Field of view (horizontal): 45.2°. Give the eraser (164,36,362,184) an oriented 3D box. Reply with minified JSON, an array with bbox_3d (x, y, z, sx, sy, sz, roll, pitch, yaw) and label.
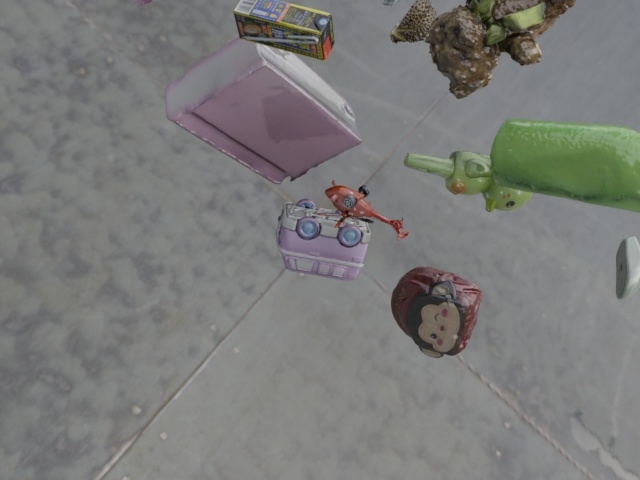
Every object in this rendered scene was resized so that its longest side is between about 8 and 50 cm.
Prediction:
[{"bbox_3d":[-0.115,-0.278,1.681,0.359,0.272,0.122,27,45,-48],"label":"eraser"}]

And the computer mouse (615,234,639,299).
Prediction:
[{"bbox_3d":[0.723,0.062,1.791,0.056,0.089,0.182,14,50,3],"label":"computer mouse"}]

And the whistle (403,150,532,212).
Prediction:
[{"bbox_3d":[0.323,-0.124,1.603,0.294,0.141,0.141,-4,50,-7],"label":"whistle"}]

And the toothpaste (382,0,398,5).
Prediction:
[{"bbox_3d":[0.216,-0.584,1.679,0.031,0.204,0.049,48,-5,-31],"label":"toothpaste"}]

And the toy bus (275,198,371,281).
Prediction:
[{"bbox_3d":[0.000,0.000,1.720,0.202,0.142,0.142,11,23,-8],"label":"toy bus"}]

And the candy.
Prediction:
[{"bbox_3d":[0.470,-0.137,1.378,0.343,0.142,0.132,17,3,40],"label":"candy"}]

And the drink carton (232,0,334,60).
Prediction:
[{"bbox_3d":[-0.062,-0.363,1.313,0.165,0.071,0.056,19,66,17],"label":"drink carton"}]

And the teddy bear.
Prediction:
[{"bbox_3d":[0.306,-0.406,1.321,0.222,0.296,0.246,-34,82,-12],"label":"teddy bear"}]

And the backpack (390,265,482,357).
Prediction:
[{"bbox_3d":[0.273,0.162,1.864,0.229,0.229,0.139,49,40,8],"label":"backpack"}]

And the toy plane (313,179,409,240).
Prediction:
[{"bbox_3d":[0.085,-0.059,1.587,0.126,0.077,0.194,-18,41,-30],"label":"toy plane"}]

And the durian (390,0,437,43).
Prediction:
[{"bbox_3d":[0.202,-0.449,1.588,0.071,0.110,0.140,38,39,-7],"label":"durian"}]

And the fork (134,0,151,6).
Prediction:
[{"bbox_3d":[-0.330,-0.500,1.573,0.016,0.115,0.012,57,32,-39],"label":"fork"}]
